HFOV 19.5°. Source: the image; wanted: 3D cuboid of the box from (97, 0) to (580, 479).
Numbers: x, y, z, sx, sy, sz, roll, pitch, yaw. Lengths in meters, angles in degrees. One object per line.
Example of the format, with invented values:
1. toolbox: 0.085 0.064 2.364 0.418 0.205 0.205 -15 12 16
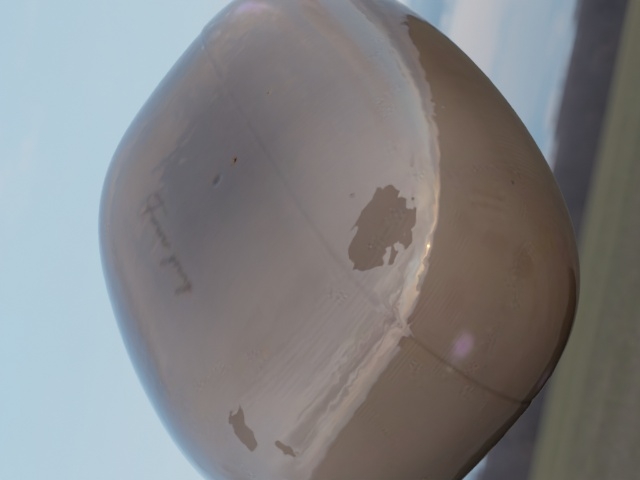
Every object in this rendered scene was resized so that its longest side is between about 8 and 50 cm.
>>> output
1. box: 0.000 0.000 0.580 0.146 0.088 0.200 -50 37 15
